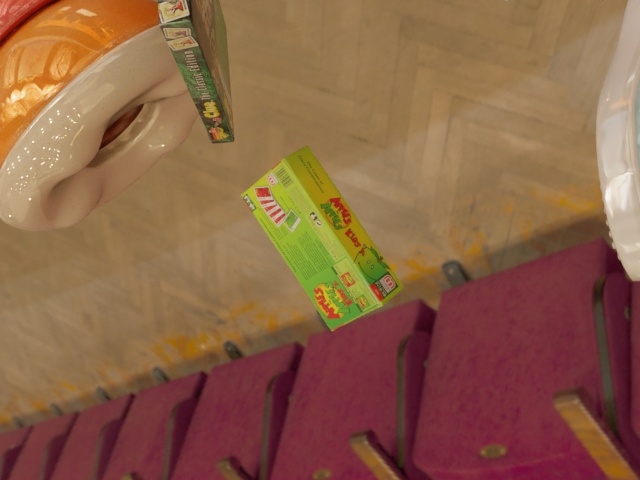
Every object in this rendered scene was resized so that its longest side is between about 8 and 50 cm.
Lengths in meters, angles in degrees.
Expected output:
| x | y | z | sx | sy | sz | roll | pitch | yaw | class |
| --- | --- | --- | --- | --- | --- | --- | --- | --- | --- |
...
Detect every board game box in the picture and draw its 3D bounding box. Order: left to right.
| x | y | z | sx | sy | sz | roll | pitch | yaw | class |
| --- | --- | --- | --- | --- | --- | --- | --- | --- | --- |
| -0.110 | -0.195 | 0.711 | 0.030 | 0.136 | 0.259 | -7 | 167 | -1 | board game box |
| 0.000 | 0.000 | 0.842 | 0.181 | 0.043 | 0.092 | 56 | 138 | 0 | board game box |

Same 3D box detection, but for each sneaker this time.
| x | y | z | sx | sy | sz | roll | pitch | yaw | class |
| --- | --- | --- | --- | --- | --- | --- | --- | --- | --- |
| 0.358 | -0.134 | 0.732 | 0.150 | 0.365 | 0.135 | -4 | 151 | 42 | sneaker |

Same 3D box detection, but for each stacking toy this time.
| x | y | z | sx | sy | sz | roll | pitch | yaw | class |
| --- | --- | --- | --- | --- | --- | --- | --- | --- | --- |
| -0.391 | -0.282 | 0.982 | 0.480 | 0.350 | 0.350 | 46 | 138 | 2 | stacking toy |
